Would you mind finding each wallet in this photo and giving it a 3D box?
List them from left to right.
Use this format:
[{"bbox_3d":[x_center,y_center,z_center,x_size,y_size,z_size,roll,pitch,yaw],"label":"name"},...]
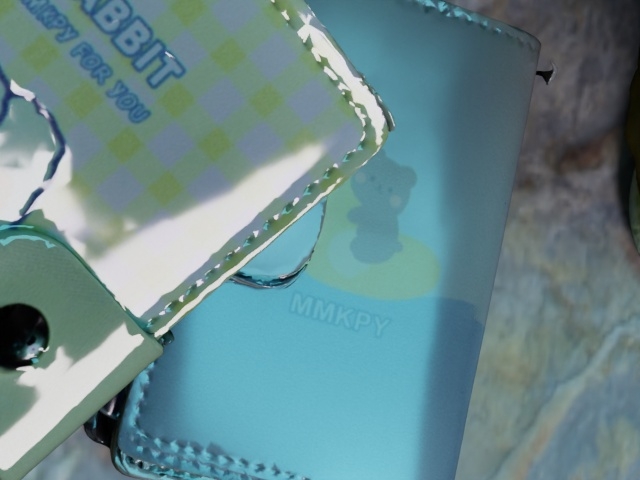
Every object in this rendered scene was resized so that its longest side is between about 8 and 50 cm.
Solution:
[{"bbox_3d":[-0.146,-0.010,0.571,0.309,0.077,0.223,-44,129,-5],"label":"wallet"},{"bbox_3d":[0.000,0.000,0.714,0.170,0.069,0.231,17,82,-19],"label":"wallet"}]

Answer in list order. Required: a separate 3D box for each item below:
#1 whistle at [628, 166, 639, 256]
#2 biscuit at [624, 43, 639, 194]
[{"bbox_3d":[0.218,0.024,0.882,0.104,0.057,0.198,-22,107,-32],"label":"whistle"},{"bbox_3d":[0.241,-0.119,0.713,0.325,0.107,0.326,-41,159,-20],"label":"biscuit"}]
